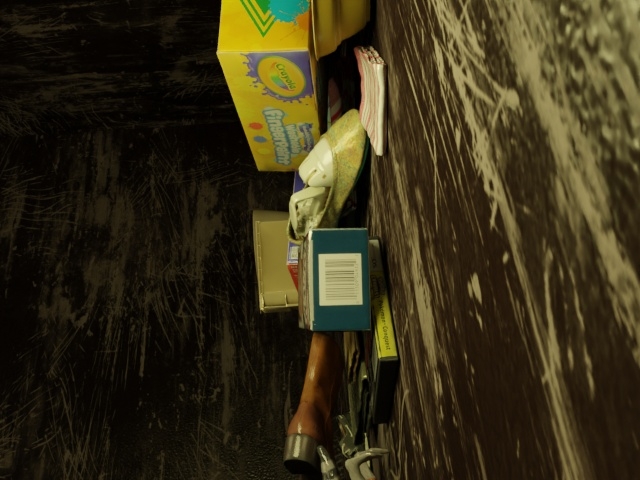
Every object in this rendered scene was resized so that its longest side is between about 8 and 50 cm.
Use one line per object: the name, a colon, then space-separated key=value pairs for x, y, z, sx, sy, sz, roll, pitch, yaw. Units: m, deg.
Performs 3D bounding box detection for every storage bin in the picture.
storage bin: x=-0.045 y=0.073 z=1.926 sx=0.123 sy=0.262 sz=0.260 roll=97 pitch=169 yaw=-66

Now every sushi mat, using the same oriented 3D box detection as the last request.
sushi mat: x=0.060 y=0.138 z=1.504 sx=0.151 sy=0.019 sz=0.317 roll=94 pitch=174 yaw=-53

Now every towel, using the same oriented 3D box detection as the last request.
towel: x=0.096 y=0.268 z=1.584 sx=0.312 sy=0.056 sz=0.324 roll=93 pitch=176 yaw=-47
towel: x=0.044 y=-0.220 z=1.542 sx=0.237 sy=0.037 sz=0.329 roll=142 pitch=127 yaw=-82
towel: x=0.081 y=-0.233 z=1.118 sx=0.197 sy=0.029 sz=0.144 roll=-99 pitch=5 yaw=-65

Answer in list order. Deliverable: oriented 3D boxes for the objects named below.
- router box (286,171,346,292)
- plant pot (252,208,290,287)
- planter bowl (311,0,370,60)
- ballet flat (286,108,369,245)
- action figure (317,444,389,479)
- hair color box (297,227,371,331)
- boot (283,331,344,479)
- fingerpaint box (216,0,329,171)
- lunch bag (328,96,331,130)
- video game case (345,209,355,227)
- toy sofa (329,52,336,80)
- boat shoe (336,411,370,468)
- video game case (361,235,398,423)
router box: x=0.000 y=0.000 z=1.694 sx=0.301 sy=0.082 sz=0.335 roll=73 pitch=-163 yaw=-52
plant pot: x=-0.066 y=0.018 z=2.169 sx=0.256 sy=0.274 sz=0.257 roll=175 pitch=90 yaw=-87
planter bowl: x=0.035 y=-0.400 z=1.101 sx=0.217 sy=0.090 sz=0.217 roll=0 pitch=-90 yaw=-87
ballet flat: x=0.002 y=-0.108 z=1.366 sx=0.348 sy=0.123 sz=0.123 roll=110 pitch=161 yaw=-47
action figure: x=0.065 y=0.549 z=1.251 sx=0.341 sy=0.178 sz=0.330 roll=109 pitch=167 yaw=-76
hair color box: x=0.016 y=0.083 z=1.289 sx=0.347 sy=0.105 sz=0.174 roll=124 pitch=146 yaw=-82
boot: x=0.003 y=0.369 z=1.409 sx=0.264 sy=0.096 sz=0.280 roll=60 pitch=-149 yaw=-42
fingerpaint box: x=-0.076 y=-0.396 z=1.355 sx=0.445 sy=0.163 sz=0.371 roll=78 pitch=-167 yaw=-70
lunch bag: x=-0.006 y=-0.398 z=2.270 sx=0.219 sy=0.090 sz=0.176 roll=103 pitch=165 yaw=-79
video game case: x=0.067 y=-0.163 z=1.687 sx=0.183 sy=0.023 sz=0.201 roll=-97 pitch=5 yaw=-55
toy sofa: x=-0.042 y=-0.548 z=1.776 sx=0.362 sy=0.177 sz=0.150 roll=93 pitch=173 yaw=-64
boat shoe: x=0.088 y=0.542 z=1.780 sx=0.233 sy=0.079 sz=0.084 roll=-100 pitch=8 yaw=-56
video game case: x=0.102 y=0.171 z=1.271 sx=0.275 sy=0.035 sz=0.248 roll=88 pitch=177 yaw=-54
